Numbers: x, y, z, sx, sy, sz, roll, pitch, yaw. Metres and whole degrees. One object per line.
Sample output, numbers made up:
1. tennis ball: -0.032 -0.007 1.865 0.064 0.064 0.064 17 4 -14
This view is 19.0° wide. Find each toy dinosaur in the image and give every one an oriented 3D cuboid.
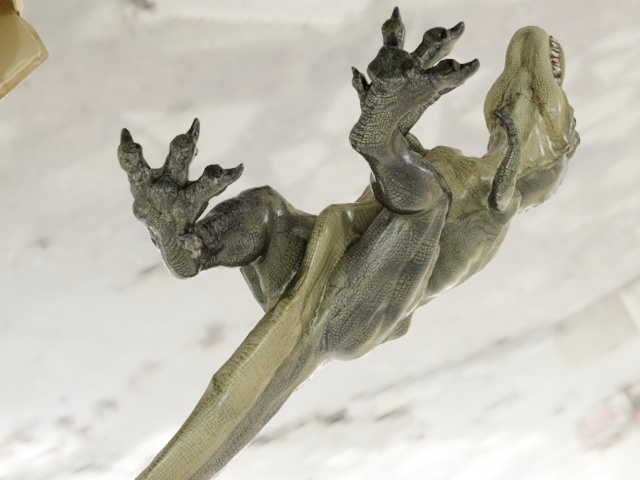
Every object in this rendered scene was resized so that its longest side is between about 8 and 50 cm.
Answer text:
1. toy dinosaur: 0.000 0.000 0.578 0.268 0.064 0.118 -40 143 -23

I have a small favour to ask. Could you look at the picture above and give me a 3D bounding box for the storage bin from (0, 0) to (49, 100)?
1. storage bin: -0.399 -0.213 1.858 0.260 0.123 0.262 -44 160 -19
